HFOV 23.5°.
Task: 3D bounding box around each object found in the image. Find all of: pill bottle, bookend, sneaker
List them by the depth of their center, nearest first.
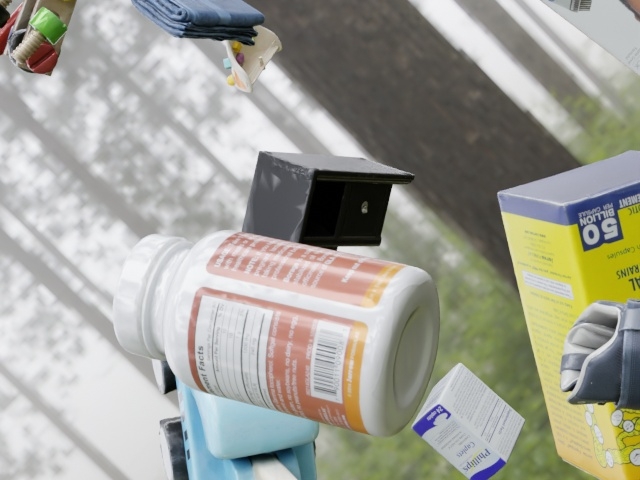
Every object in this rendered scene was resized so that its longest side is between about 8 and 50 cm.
[{"bbox_3d":[-0.033,0.059,1.097,0.121,0.216,0.121,12,-90,-67],"label":"pill bottle"},{"bbox_3d":[0.274,0.125,1.231,0.226,0.163,0.086,81,-167,-49],"label":"sneaker"},{"bbox_3d":[0.000,0.000,1.473,0.156,0.072,0.157,1,-74,-51],"label":"bookend"}]

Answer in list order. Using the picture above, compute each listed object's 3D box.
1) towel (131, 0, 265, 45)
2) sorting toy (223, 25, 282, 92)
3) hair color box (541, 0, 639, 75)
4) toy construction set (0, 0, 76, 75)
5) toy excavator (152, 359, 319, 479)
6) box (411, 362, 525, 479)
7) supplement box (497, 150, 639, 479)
[{"bbox_3d":[-0.101,-0.185,1.246,0.119,0.067,0.029,-11,-47,-59],"label":"towel"},{"bbox_3d":[-0.088,-0.219,1.717,0.044,0.075,0.083,3,42,29],"label":"sorting toy"},{"bbox_3d":[0.224,-0.221,1.249,0.093,0.167,0.053,-53,5,21],"label":"hair color box"},{"bbox_3d":[-0.324,-0.336,1.713,0.237,0.257,0.309,-49,0,-5],"label":"toy construction set"},{"bbox_3d":[-0.080,0.309,2.126,0.222,0.433,0.445,-8,4,-14],"label":"toy excavator"},{"bbox_3d":[0.222,0.274,2.293,0.072,0.137,0.126,-48,1,33],"label":"box"},{"bbox_3d":[0.372,0.091,1.841,0.194,0.357,0.195,-18,11,-14],"label":"supplement box"}]
